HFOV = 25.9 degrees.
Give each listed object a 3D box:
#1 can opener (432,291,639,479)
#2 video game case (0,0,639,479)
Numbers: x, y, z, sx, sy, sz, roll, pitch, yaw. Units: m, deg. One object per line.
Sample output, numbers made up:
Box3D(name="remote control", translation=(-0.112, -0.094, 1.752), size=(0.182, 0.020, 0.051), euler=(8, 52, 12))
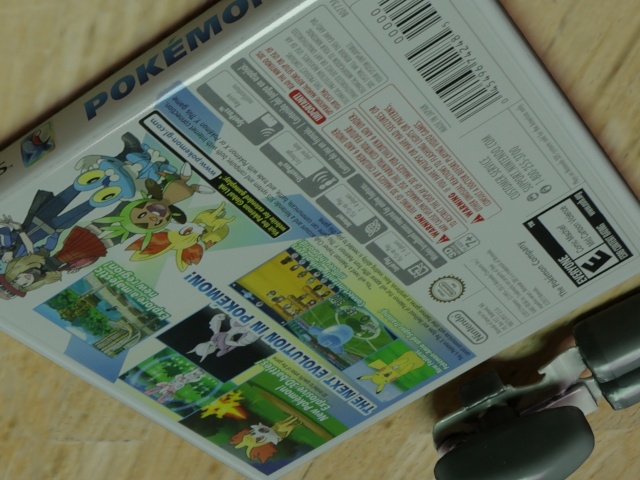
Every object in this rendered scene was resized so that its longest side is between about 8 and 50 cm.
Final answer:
Box3D(name="can opener", translation=(0.200, 0.088, 0.894), size=(0.280, 0.093, 0.074), euler=(-30, 139, 6))
Box3D(name="video game case", translation=(0.000, 0.000, 0.746), size=(0.300, 0.036, 0.329), euler=(-32, 140, 14))
